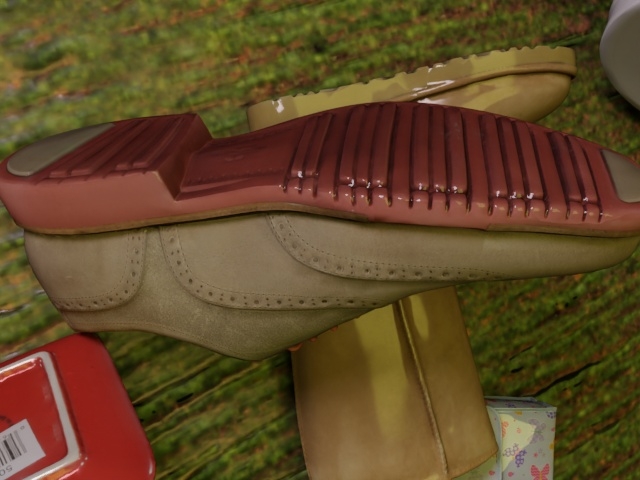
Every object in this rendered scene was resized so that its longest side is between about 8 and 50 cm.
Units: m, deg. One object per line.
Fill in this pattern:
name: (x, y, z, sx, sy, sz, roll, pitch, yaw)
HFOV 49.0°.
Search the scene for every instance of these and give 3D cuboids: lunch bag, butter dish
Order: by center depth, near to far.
butter dish: (-0.169, 0.149, 0.384, 0.160, 0.160, 0.118, -23, 122, -19)
lunch bag: (0.131, 0.156, 0.532, 0.083, 0.053, 0.071, 4, 88, -8)

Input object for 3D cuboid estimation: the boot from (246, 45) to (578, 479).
boot: (0.081, 0.021, 0.486, 0.236, 0.089, 0.269, -13, 94, 1)

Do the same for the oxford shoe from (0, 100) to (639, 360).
oxford shoe: (0.000, 0.000, 0.396, 0.348, 0.123, 0.130, 2, 119, 14)

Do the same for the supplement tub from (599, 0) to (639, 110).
supplement tub: (0.368, -0.255, 0.515, 0.241, 0.241, 0.331, 30, 80, -19)
